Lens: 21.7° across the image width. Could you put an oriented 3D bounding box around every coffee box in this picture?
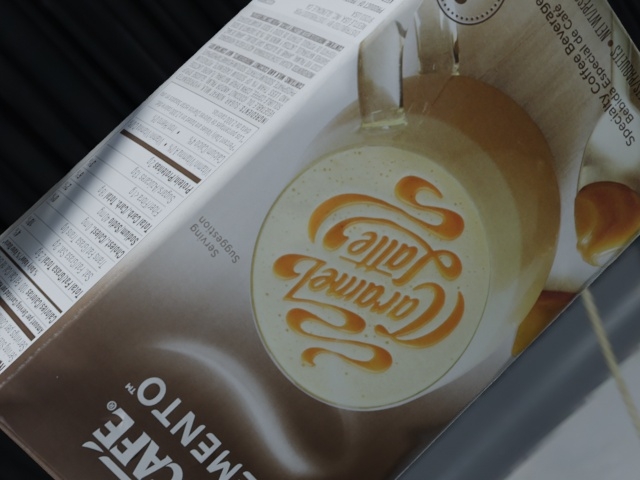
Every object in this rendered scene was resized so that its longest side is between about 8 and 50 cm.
[{"bbox_3d":[0.000,0.000,0.601,0.246,0.141,0.098,-45,29,-7],"label":"coffee box"}]
